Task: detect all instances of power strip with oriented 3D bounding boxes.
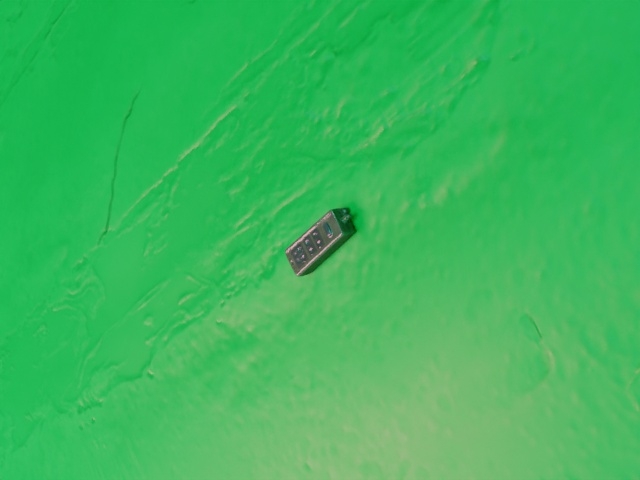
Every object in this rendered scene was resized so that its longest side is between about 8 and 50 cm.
[{"bbox_3d":[0.000,0.000,0.909,0.083,0.017,0.027,-43,68,41],"label":"power strip"}]
